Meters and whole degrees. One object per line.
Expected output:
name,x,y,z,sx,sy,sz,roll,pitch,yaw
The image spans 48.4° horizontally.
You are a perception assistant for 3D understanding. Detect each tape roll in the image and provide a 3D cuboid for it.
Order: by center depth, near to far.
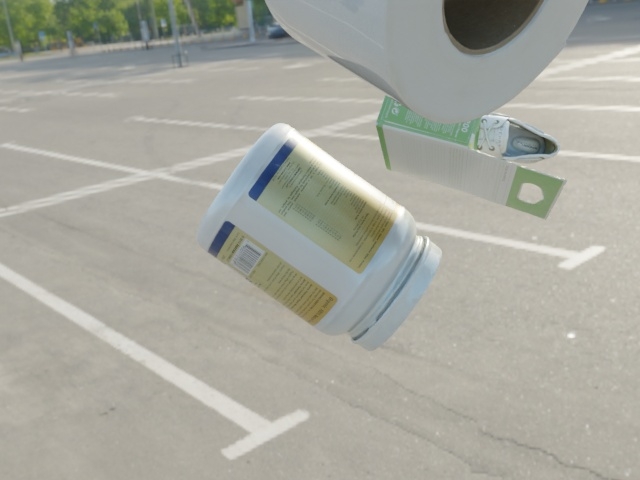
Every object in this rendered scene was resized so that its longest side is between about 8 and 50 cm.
tape roll,0.090,-0.239,0.572,0.246,0.246,0.169,-19,44,-34

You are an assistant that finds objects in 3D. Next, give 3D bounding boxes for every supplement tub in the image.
supplement tub,0.000,0.000,1.073,0.316,0.228,0.228,36,21,-3

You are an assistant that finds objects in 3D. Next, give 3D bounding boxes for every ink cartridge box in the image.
ink cartridge box,0.193,-0.107,0.917,0.235,0.056,0.171,17,-10,13

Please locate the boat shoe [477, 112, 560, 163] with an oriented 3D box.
boat shoe,0.327,-0.201,1.354,0.277,0.098,0.096,4,6,-16
